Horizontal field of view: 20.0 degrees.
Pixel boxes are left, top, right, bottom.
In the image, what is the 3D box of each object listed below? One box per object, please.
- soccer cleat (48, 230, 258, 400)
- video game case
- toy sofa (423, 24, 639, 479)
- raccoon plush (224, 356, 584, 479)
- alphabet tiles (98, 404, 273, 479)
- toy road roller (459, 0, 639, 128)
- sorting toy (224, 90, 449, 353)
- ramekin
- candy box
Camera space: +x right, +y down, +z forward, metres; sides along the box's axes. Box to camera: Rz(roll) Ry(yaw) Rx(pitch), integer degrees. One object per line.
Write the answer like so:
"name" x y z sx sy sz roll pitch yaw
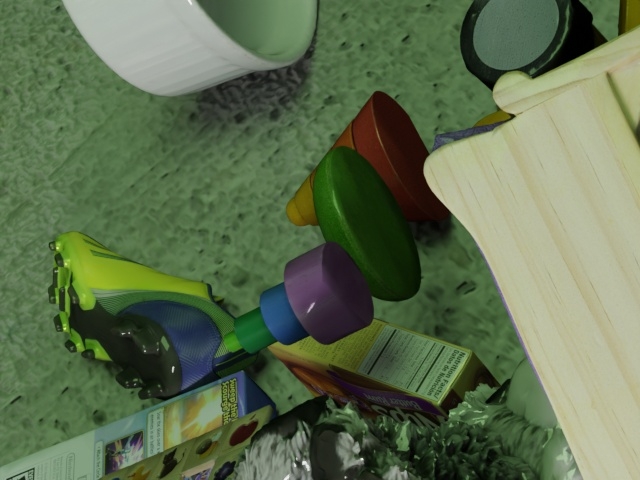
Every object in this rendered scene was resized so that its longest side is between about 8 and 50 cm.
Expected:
"soccer cleat" -0.153 0.062 1.598 0.121 0.093 0.289 -13 25 -27
"video game case" -0.145 0.260 1.424 0.244 0.061 0.269 -23 45 20
"toy sofa" 0.220 0.057 1.146 0.177 0.150 0.362 -28 78 15
"raccoon plush" 0.067 0.256 1.250 0.216 0.299 0.446 52 124 33
"alphabet tiles" -0.147 0.227 1.335 0.237 0.009 0.198 -27 27 37
"toy road roller" 0.266 -0.067 1.324 0.329 0.202 0.240 -10 65 29
"sorting toy" 0.000 0.000 1.414 0.126 0.127 0.365 -27 14 22
"ramekin" -0.135 -0.271 1.718 0.135 0.277 0.277 -21 45 29
"candy box" 0.056 0.106 1.378 0.187 0.109 0.053 18 68 42
